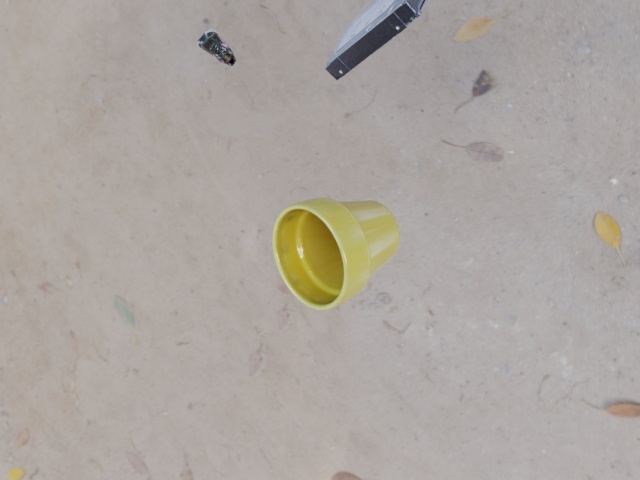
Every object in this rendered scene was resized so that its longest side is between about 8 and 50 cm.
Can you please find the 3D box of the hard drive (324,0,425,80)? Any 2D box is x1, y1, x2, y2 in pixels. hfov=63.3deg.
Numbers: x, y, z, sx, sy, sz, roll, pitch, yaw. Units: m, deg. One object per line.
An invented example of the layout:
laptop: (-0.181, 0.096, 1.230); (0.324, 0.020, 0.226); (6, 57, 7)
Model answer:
hard drive: (0.167, -0.618, 1.461); (0.064, 0.237, 0.339); (39, 147, -23)

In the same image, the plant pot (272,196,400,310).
plant pot: (0.054, 0.010, 1.238); (0.254, 0.239, 0.254); (22, 121, 43)

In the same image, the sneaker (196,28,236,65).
sneaker: (-0.308, -0.588, 1.599); (0.072, 0.178, 0.077); (-45, 82, 17)
